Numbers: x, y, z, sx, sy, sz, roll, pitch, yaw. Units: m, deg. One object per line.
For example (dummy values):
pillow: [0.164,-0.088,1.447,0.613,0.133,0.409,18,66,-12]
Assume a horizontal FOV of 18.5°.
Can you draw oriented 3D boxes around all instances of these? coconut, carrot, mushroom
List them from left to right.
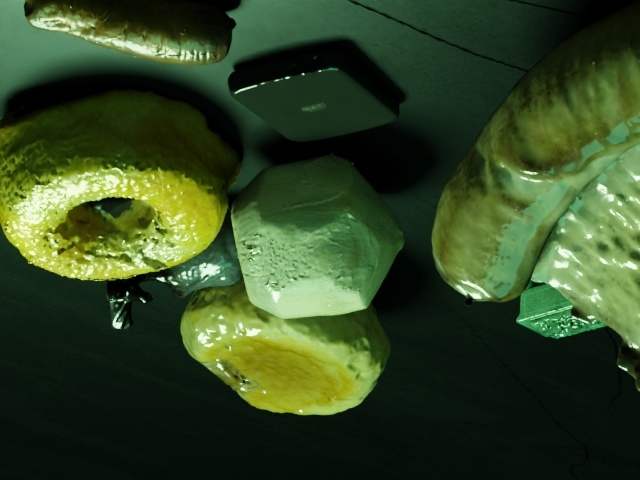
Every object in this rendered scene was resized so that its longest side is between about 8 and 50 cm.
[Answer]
carrot: [-0.167,-0.188,1.706,0.186,0.060,0.060,10,155,-1]
coconut: [-0.001,-0.003,1.940,0.162,0.161,0.161,-12,153,4]
mushroom: [0.288,-0.102,1.625,0.313,0.224,0.397,28,123,21]

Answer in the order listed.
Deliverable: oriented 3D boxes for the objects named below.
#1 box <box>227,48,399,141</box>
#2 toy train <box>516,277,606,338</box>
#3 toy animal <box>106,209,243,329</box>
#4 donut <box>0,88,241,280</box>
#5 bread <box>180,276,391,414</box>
box: [-0.004,-0.133,1.820,0.126,0.027,0.125,-11,152,31]
toy train: [0.278,0.046,2.032,0.070,0.099,0.172,27,147,-37]
toy animal: [-0.123,0.028,2.087,0.210,0.121,0.117,-6,148,13]
donut: [-0.205,-0.056,1.947,0.253,0.118,0.253,-5,147,-3]
bread: [-0.039,0.096,2.189,0.244,0.134,0.244,9,155,4]
